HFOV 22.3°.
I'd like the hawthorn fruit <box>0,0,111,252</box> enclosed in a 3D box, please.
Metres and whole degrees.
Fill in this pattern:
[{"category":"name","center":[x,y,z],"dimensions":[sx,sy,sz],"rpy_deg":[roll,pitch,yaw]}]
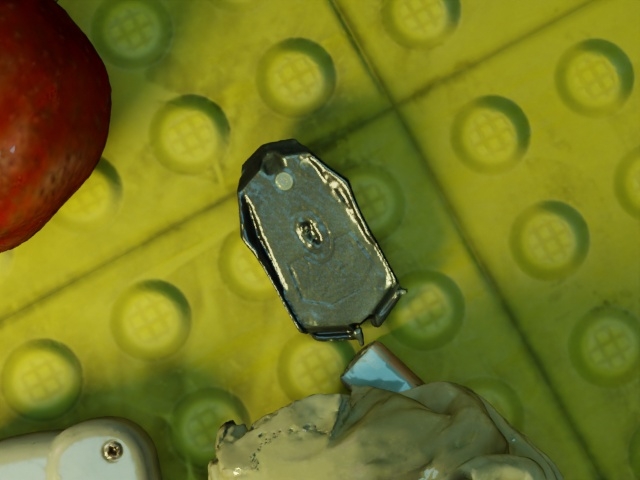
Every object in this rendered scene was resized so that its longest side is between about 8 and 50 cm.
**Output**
[{"category":"hawthorn fruit","center":[-0.337,-0.157,1.592],"dimensions":[0.287,0.287,0.330],"rpy_deg":[35,71,1]}]

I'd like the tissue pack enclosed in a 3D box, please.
[{"category":"tissue pack","center":[0.069,0.152,1.663],"dimensions":[0.094,0.074,0.059],"rpy_deg":[43,92,0]}]

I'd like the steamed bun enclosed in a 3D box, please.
[{"category":"steamed bun","center":[0.070,0.309,1.532],"dimensions":[0.394,0.237,0.347],"rpy_deg":[22,100,-14]}]

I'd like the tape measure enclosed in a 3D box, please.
[{"category":"tape measure","center":[-0.250,0.314,1.607],"dimensions":[0.265,0.130,0.258],"rpy_deg":[-12,88,-3]}]

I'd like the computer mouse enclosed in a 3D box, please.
[{"category":"computer mouse","center":[-0.002,0.001,1.676],"dimensions":[0.126,0.071,0.231],"rpy_deg":[-30,95,8]}]
